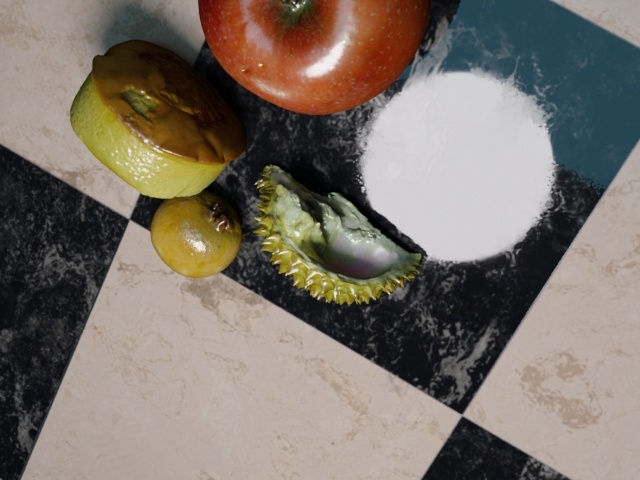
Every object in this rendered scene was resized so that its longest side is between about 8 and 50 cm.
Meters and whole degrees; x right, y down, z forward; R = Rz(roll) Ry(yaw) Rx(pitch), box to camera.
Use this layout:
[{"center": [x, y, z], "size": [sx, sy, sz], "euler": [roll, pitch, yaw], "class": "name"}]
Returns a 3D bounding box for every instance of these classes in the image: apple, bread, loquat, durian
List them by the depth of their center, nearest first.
[{"center": [-0.012, -0.351, 1.497], "size": [0.348, 0.277, 0.348], "euler": [6, 112, 16], "class": "apple"}, {"center": [-0.247, -0.190, 1.647], "size": [0.270, 0.270, 0.148], "euler": [42, 121, 0], "class": "bread"}, {"center": [0.000, 0.000, 1.698], "size": [0.306, 0.172, 0.166], "euler": [38, 92, 10], "class": "durian"}, {"center": [-0.204, -0.013, 1.759], "size": [0.163, 0.137, 0.163], "euler": [8, 105, 32], "class": "loquat"}]
